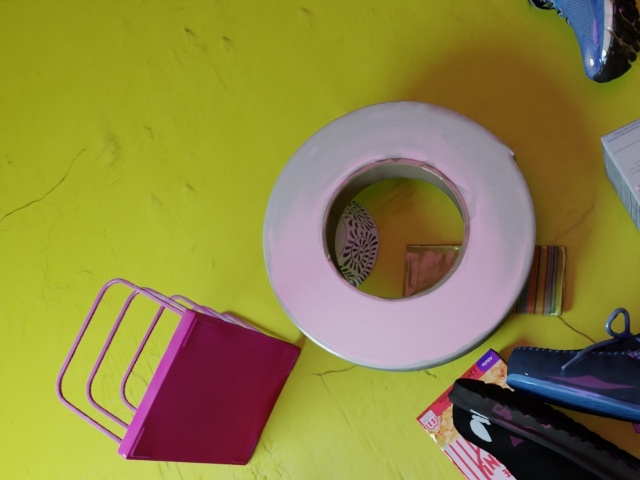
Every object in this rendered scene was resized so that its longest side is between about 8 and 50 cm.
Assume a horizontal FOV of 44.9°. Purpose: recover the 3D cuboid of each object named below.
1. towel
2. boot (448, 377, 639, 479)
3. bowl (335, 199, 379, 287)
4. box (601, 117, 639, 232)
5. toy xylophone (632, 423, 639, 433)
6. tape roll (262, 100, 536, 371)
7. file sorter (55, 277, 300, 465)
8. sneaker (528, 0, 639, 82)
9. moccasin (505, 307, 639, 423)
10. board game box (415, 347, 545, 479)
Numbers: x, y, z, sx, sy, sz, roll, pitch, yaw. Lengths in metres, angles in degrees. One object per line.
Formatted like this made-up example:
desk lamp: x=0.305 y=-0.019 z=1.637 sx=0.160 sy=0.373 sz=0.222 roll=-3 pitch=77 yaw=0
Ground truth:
towel: x=0.234 y=0.054 z=1.127 sx=0.237 sy=0.021 sz=0.102 roll=0 pitch=74 yaw=25
boot: x=0.264 y=0.346 z=0.919 sx=0.347 sy=0.131 sz=0.260 roll=29 pitch=93 yaw=12
bowl: x=0.000 y=0.000 z=1.217 sx=0.170 sy=0.080 sz=0.170 roll=-7 pitch=71 yaw=22
box: x=0.433 y=-0.074 z=1.013 sx=0.072 sy=0.126 sz=0.137 roll=-27 pitch=66 yaw=14
toy xylophone: x=0.531 y=0.166 z=0.924 sx=0.322 sy=0.081 sz=0.236 roll=-31 pitch=65 yaw=14
tape roll: x=0.111 y=-0.009 z=1.108 sx=0.391 sy=0.072 sz=0.392 roll=-3 pitch=76 yaw=13
file sorter: x=-0.206 y=0.191 z=1.139 sx=0.182 sy=0.290 sz=0.202 roll=23 pitch=86 yaw=31
sneaker: x=0.370 y=-0.371 z=1.148 sx=0.147 sy=0.129 sz=0.330 roll=-22 pitch=63 yaw=33
moccasin: x=0.390 y=0.151 z=0.888 sx=0.341 sy=0.138 sz=0.117 roll=8 pitch=74 yaw=12
board game box: x=0.247 y=0.266 z=1.044 sx=0.147 sy=0.045 sz=0.193 roll=-46 pitch=63 yaw=6
